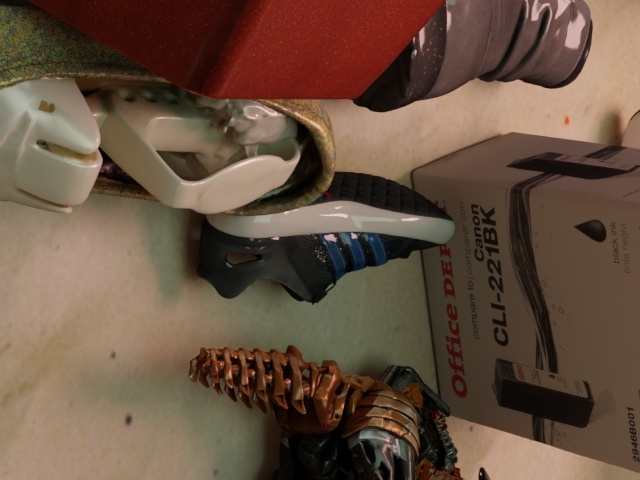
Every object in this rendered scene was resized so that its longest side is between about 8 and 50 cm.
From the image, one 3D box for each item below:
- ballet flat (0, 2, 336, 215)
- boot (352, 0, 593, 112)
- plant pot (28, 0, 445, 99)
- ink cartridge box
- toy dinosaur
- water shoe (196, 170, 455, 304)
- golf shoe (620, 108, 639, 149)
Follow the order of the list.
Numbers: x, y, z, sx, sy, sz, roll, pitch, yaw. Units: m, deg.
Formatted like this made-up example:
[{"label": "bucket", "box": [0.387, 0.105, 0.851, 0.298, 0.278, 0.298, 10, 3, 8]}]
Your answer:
[{"label": "ballet flat", "box": [-0.128, -0.064, 1.099, 0.349, 0.123, 0.123, 1, 96, -42]}, {"label": "boot", "box": [0.105, -0.262, 1.312, 0.223, 0.118, 0.338, -16, 120, -43]}, {"label": "plant pot", "box": [-0.042, -0.219, 1.052, 0.267, 0.267, 0.235, -8, 124, -60]}, {"label": "ink cartridge box", "box": [0.201, 0.042, 1.330, 0.114, 0.273, 0.197, -20, 110, -35]}, {"label": "toy dinosaur", "box": [0.012, 0.169, 1.296, 0.322, 0.164, 0.218, 31, 61, -22]}, {"label": "water shoe", "box": [0.000, 0.000, 1.289, 0.203, 0.073, 0.080, 3, 116, -38]}, {"label": "golf shoe", "box": [0.238, -0.010, 1.485, 0.094, 0.077, 0.198, 6, 92, -42]}]
